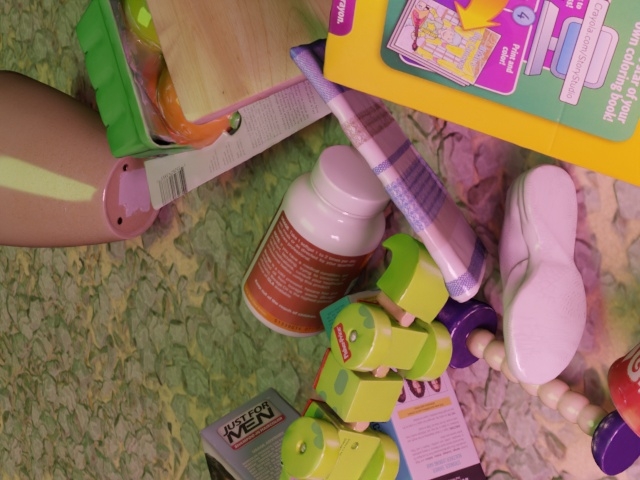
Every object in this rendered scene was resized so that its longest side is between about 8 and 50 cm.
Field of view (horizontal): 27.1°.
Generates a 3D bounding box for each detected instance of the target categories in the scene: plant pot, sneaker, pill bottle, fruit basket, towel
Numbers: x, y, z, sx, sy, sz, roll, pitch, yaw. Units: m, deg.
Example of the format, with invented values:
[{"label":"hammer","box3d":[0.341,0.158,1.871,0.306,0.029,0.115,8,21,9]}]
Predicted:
[{"label":"plant pot","box3d":[-0.362,-0.094,1.870,0.274,0.256,0.256,14,109,32]},{"label":"sneaker","box3d":[0.205,0.037,1.294,0.094,0.080,0.212,156,122,-67]},{"label":"pill bottle","box3d":[0.000,0.000,1.508,0.121,0.121,0.216,55,135,28]},{"label":"fruit basket","box3d":[-0.132,-0.247,1.629,0.353,0.165,0.327,-25,78,35]},{"label":"towel","box3d":[0.070,-0.073,1.289,0.034,0.209,0.285,-35,94,13]}]

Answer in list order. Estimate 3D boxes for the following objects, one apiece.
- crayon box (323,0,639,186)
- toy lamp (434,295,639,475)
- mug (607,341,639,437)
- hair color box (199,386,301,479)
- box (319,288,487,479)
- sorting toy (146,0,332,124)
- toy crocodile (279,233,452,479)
[{"label":"crayon box","box3d":[0.180,-0.243,1.054,0.313,0.106,0.363,19,138,9]},{"label":"toy lamp","box3d":[0.200,0.132,1.323,0.275,0.080,0.080,37,125,42]},{"label":"mug","box3d":[0.354,0.099,1.127,0.169,0.150,0.113,-56,19,36]},{"label":"hair color box","box3d":[0.020,0.355,1.519,0.374,0.113,0.185,39,149,40]},{"label":"box","box3d":[0.090,0.173,1.450,0.060,0.100,0.244,-34,71,50]},{"label":"sorting toy","box3d":[-0.057,-0.285,1.460,0.255,0.089,0.257,-21,79,15]},{"label":"toy crocodile","box3d":[0.035,0.155,1.353,0.105,0.115,0.340,39,110,48]}]
